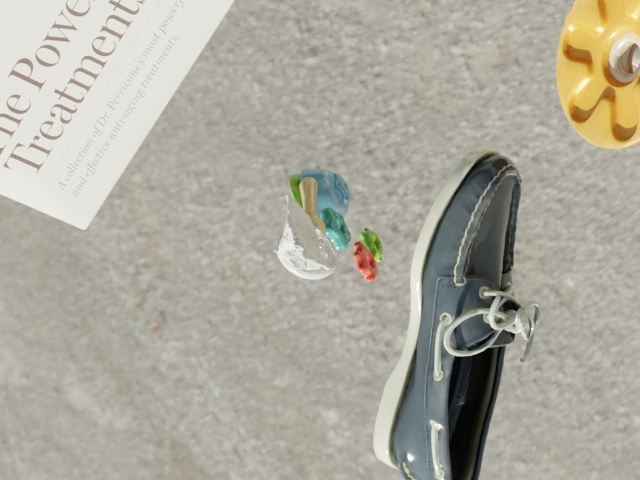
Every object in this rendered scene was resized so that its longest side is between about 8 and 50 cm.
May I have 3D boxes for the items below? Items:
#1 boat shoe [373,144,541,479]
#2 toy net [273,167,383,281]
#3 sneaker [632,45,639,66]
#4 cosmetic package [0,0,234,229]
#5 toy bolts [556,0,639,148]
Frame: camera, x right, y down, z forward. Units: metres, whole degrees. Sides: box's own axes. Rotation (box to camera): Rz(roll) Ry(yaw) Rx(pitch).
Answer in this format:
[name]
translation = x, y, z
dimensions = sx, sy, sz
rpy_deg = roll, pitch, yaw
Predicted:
[boat shoe]
translation = 0.103, 0.062, 0.882
dimensions = 0.079, 0.095, 0.254
rpy_deg = 27, 109, 37
[toy net]
translation = 0.000, 0.000, 1.164
dimensions = 0.045, 0.232, 0.122
rpy_deg = -25, 97, 18
[sneaker]
translation = 0.216, -0.158, 0.803
dimensions = 0.047, 0.057, 0.119
rpy_deg = -15, 68, 42
[cosmetic package]
translation = -0.159, -0.221, 0.667
dimensions = 0.377, 0.284, 0.097
rpy_deg = -55, 29, 18
[toy bolts]
translation = 0.144, -0.155, 0.618
dimensions = 0.228, 0.158, 0.218
rpy_deg = 11, 98, 60
